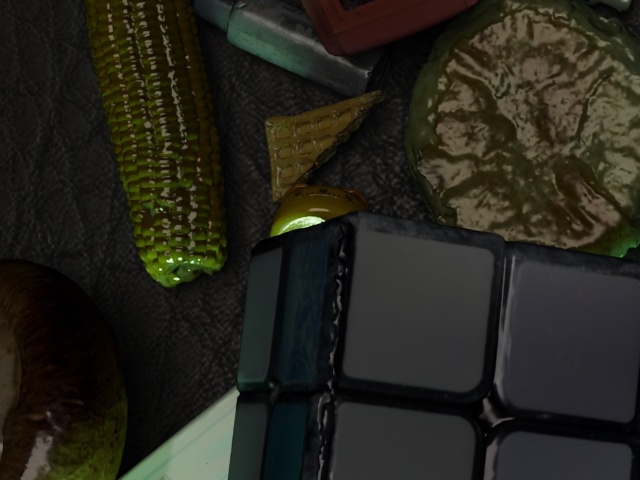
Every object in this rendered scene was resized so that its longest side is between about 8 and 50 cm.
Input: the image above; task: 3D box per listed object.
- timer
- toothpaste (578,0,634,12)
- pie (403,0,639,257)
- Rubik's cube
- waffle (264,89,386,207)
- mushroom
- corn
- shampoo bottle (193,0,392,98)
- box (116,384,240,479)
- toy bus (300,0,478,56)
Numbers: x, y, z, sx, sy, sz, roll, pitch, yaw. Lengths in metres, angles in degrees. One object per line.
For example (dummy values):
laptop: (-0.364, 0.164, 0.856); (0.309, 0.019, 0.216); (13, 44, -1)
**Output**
timer: (0.000, 0.000, 1.783); (0.107, 0.107, 0.109); (-2, 43, 9)
toothpaste: (0.227, -0.288, 1.818); (0.216, 0.037, 0.062); (25, 90, 16)
pie: (0.227, -0.106, 1.777); (0.306, 0.071, 0.306); (-1, 81, 8)
Rubik's cube: (0.102, 0.156, 1.602); (0.313, 0.318, 0.316); (8, 84, -15)
waffle: (0.009, -0.095, 1.808); (0.152, 0.023, 0.097); (-13, 80, 33)
mushroom: (-0.326, 0.184, 1.745); (0.345, 0.239, 0.345); (-1, 88, 21)
corn: (-0.170, -0.133, 1.825); (0.120, 0.120, 0.363); (-11, 85, 8)
shampoo bottle: (-0.032, -0.215, 1.836); (0.214, 0.072, 0.072); (26, 88, 11)
box: (-0.113, 0.259, 1.787); (0.269, 0.079, 0.135); (-39, 80, 3)
toy bus: (0.004, -0.406, 1.682); (0.203, 0.233, 0.427); (-20, 119, 14)
